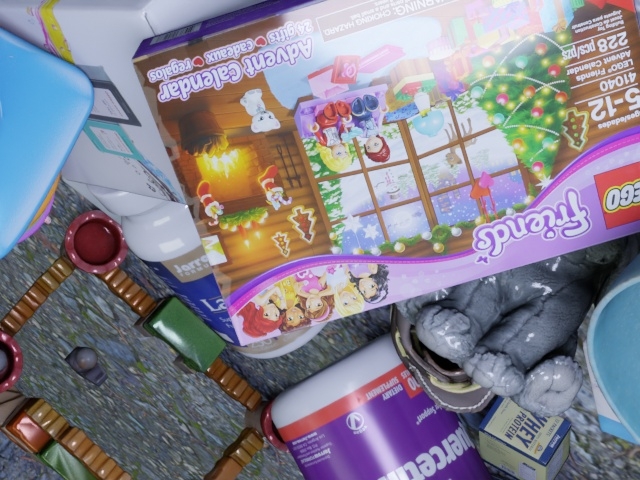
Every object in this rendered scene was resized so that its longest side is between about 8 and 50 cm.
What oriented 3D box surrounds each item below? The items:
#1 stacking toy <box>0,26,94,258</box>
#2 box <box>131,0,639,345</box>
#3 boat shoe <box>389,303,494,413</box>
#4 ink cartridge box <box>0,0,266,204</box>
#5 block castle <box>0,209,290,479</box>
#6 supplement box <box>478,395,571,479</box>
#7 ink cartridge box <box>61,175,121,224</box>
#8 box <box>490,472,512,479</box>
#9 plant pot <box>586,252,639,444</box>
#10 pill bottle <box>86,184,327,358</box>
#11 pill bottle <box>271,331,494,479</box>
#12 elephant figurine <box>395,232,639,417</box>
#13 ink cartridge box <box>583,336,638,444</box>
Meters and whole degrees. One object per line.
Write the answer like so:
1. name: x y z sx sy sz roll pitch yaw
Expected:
1. stacking toy: -0.268 -0.054 0.954 0.175 0.165 0.302 27 170 2
2. box: 0.056 -0.069 0.748 0.057 0.293 0.200 -91 -17 -68
3. boat shoe: 0.121 0.082 1.117 0.117 0.096 0.324 -5 142 6
4. ink cartridge box: -0.109 -0.163 0.929 0.270 0.198 0.197 12 144 43
5. block castle: -0.250 0.210 1.642 0.453 0.303 0.213 44 161 -12
6. supplement box: 0.220 0.217 1.300 0.083 0.056 0.083 27 153 24
7. ink cartridge box: -0.263 -0.135 1.355 0.239 0.060 0.275 37 155 1
8. box: 0.263 0.440 1.494 0.143 0.165 0.270 12 145 43
9. plant pot: 0.330 0.047 0.692 0.290 0.195 0.290 31 154 17
10. pill bottle: -0.102 -0.011 1.200 0.153 0.153 0.264 10 150 46
11. pill bottle: 0.093 0.273 1.311 0.323 0.181 0.181 60 155 4
12. elephant figurine: 0.182 -0.001 0.897 0.169 0.239 0.186 32 -174 -23
13. ink cartridge box: 0.278 0.097 0.973 0.090 0.092 0.143 20 150 34
